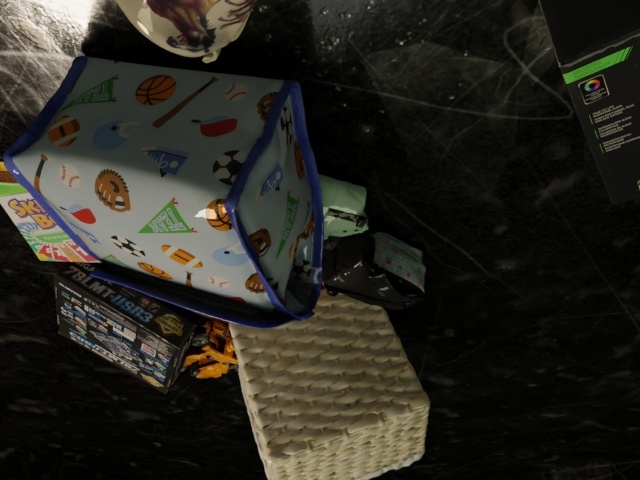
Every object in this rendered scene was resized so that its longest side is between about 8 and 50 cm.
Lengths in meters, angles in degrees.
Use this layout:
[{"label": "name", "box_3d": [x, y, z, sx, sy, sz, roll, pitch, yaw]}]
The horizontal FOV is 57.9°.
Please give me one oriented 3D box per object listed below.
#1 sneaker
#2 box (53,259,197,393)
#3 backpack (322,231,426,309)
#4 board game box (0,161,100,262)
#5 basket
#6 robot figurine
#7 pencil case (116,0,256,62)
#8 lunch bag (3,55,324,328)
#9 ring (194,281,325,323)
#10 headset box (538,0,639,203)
[{"label": "sneaker", "box_3d": [0.000, 0.000, 0.985, 0.151, 0.094, 0.256, 9, 135, -8]}, {"label": "box", "box_3d": [-0.428, 0.191, 1.250, 0.295, 0.073, 0.293, 30, 144, 0]}, {"label": "backpack", "box_3d": [0.112, 0.057, 1.056, 0.182, 0.115, 0.152, 22, 152, -26]}, {"label": "board game box", "box_3d": [-0.488, -0.044, 1.037, 0.124, 0.039, 0.259, 2, 142, 1]}, {"label": "basket", "box_3d": [0.016, 0.298, 1.161, 0.331, 0.328, 0.266, -16, 144, -12]}, {"label": "robot figurine", "box_3d": [-0.274, 0.265, 1.389, 0.211, 0.085, 0.291, 27, 145, -30]}, {"label": "pencil case", "box_3d": [-0.021, -0.322, 0.492, 0.410, 0.160, 0.183, -26, 121, 35]}, {"label": "lunch bag", "box_3d": [-0.175, -0.029, 0.816, 0.327, 0.239, 0.385, 14, 151, 17]}, {"label": "ring", "box_3d": [-0.156, 0.091, 1.200, 0.336, 0.032, 0.337, 2, 144, 2]}, {"label": "headset box", "box_3d": [0.411, -0.203, 0.647, 0.246, 0.131, 0.283, -19, 139, 27]}]
